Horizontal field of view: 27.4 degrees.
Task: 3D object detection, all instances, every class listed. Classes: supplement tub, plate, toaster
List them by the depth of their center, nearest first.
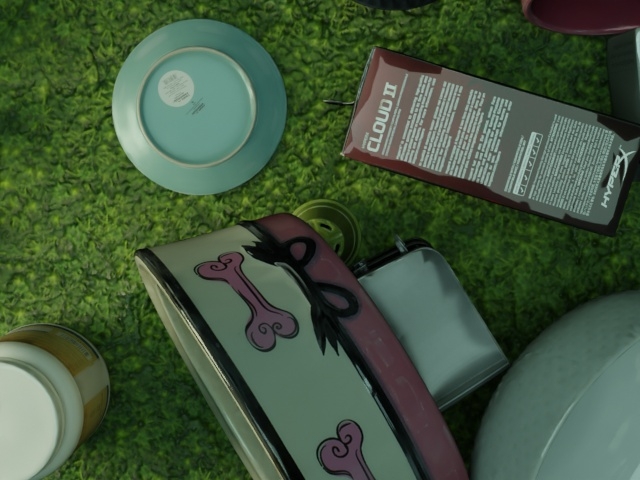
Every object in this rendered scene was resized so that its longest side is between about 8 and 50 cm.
[{"bbox_3d":[0.103,0.088,1.324,0.110,0.168,0.185,-32,92,4],"label":"toaster"},{"bbox_3d":[-0.302,0.166,1.333,0.144,0.199,0.144,0,94,3],"label":"supplement tub"},{"bbox_3d":[-0.130,-0.141,1.389,0.188,0.024,0.188,0,96,3],"label":"plate"}]

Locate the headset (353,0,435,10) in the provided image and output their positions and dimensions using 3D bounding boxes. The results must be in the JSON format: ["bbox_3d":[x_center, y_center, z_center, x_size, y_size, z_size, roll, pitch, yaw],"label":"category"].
[{"bbox_3d":[0.101,-0.421,1.259,0.243,0.185,0.394,16,110,-37],"label":"headset"}]

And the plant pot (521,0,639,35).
[{"bbox_3d":[0.291,-0.318,1.281,0.201,0.201,0.180,-3,79,3],"label":"plant pot"}]

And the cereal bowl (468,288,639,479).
[{"bbox_3d":[0.267,0.193,1.287,0.141,0.339,0.339,31,97,44],"label":"cereal bowl"}]

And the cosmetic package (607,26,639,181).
[{"bbox_3d":[0.393,-0.140,1.300,0.184,0.151,0.151,-5,94,2],"label":"cosmetic package"}]

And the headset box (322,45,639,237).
[{"bbox_3d":[0.146,-0.102,1.282,0.293,0.218,0.110,17,95,0],"label":"headset box"}]

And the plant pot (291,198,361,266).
[{"bbox_3d":[0.000,0.000,1.366,0.083,0.079,0.083,0,95,4],"label":"plant pot"}]

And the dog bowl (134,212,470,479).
[{"bbox_3d":[-0.011,0.152,1.236,0.150,0.408,0.408,-30,93,-10],"label":"dog bowl"}]
